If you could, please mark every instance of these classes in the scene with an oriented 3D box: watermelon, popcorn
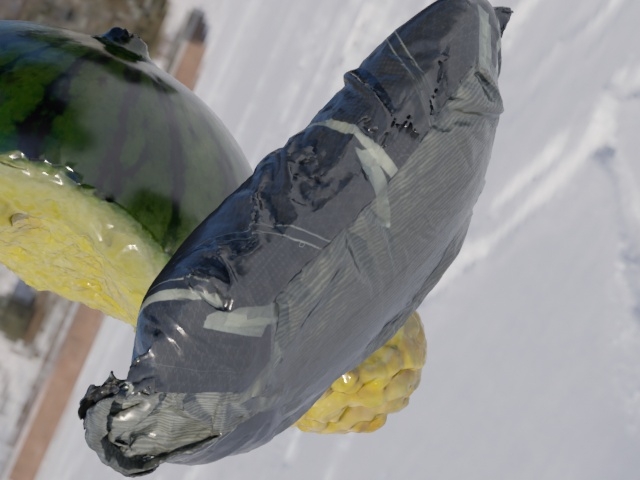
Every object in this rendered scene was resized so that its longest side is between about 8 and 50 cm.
[{"bbox_3d":[-0.154,-0.039,1.065,0.189,0.331,0.331,-51,7,0],"label":"watermelon"},{"bbox_3d":[0.007,0.087,1.403,0.180,0.180,0.170,-77,-13,-58],"label":"popcorn"}]

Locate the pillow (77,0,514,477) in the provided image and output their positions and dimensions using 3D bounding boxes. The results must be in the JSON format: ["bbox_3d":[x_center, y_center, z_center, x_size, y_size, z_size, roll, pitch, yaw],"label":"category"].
[{"bbox_3d":[0.000,0.000,0.829,0.335,0.093,0.161,-46,-27,-32],"label":"pillow"}]
